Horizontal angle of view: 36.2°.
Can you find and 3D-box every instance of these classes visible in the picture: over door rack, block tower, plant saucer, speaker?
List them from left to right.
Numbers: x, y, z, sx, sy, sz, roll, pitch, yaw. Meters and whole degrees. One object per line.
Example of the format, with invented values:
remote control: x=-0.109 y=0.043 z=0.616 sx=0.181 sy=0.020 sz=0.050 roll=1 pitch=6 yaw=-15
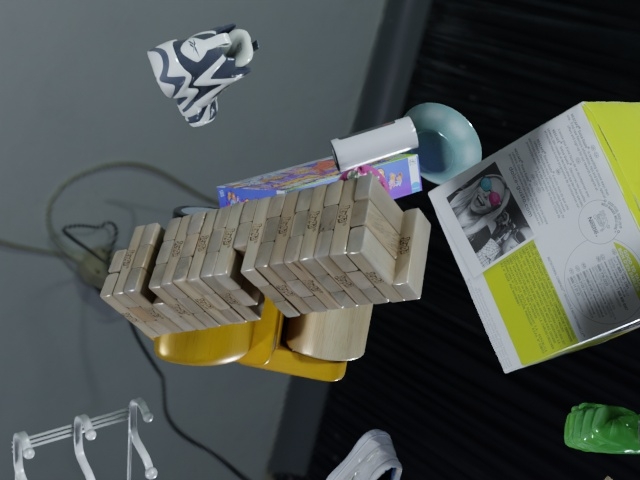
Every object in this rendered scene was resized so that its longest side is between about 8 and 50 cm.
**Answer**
over door rack: x=-0.418 y=0.444 z=1.716 sx=0.239 sy=0.108 sz=0.324 roll=-11 pitch=128 yaw=-37
block tower: x=-0.062 y=0.020 z=0.985 sx=0.097 sy=0.335 sz=0.091 roll=48 pitch=43 yaw=-42
speaker: x=0.087 y=-0.154 z=1.574 sx=0.136 sy=0.055 sz=0.055 roll=-18 pitch=124 yaw=-3
plant saucer: x=0.240 y=-0.192 z=2.046 sx=0.037 sy=0.195 sz=0.195 roll=-42 pitch=134 yaw=-42

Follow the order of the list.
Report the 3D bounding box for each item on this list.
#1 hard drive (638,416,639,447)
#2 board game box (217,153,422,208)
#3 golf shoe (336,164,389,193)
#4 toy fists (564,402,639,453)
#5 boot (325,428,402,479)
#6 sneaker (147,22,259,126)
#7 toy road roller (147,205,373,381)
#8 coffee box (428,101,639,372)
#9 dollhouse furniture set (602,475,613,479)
hard drive: x=0.465 y=0.119 z=0.902 sx=0.339 sy=0.237 sz=0.064 roll=-38 pitch=125 yaw=-44
board game box: x=0.001 y=-0.106 z=1.989 sx=0.347 sy=0.233 sz=0.078 roll=-18 pitch=106 yaw=-37
golf shoe: x=0.000 y=0.000 z=1.743 sx=0.115 sy=0.140 sz=0.306 roll=44 pitch=79 yaw=-6
toy fists: x=0.542 y=0.357 z=1.863 sx=0.279 sy=0.142 sz=0.096 roll=57 pitch=33 yaw=-78
boot: x=0.086 y=0.545 z=2.150 sx=0.095 sy=0.123 sz=0.258 roll=17 pitch=115 yaw=-27
sneaker: x=-0.156 y=-0.258 z=1.506 sx=0.153 sy=0.094 sz=0.235 roll=-21 pitch=161 yaw=5
toy road roller: x=-0.097 y=0.085 z=1.335 sx=0.240 sy=0.330 sz=0.202 roll=-59 pitch=159 yaw=-77
coffee box: x=0.458 y=-0.010 z=1.645 sx=0.338 sy=0.334 sz=0.338 roll=-8 pitch=72 yaw=-46
dollhouse furniture set: x=0.289 y=0.433 z=1.094 sx=0.212 sy=0.161 sz=0.242 roll=-29 pitch=152 yaw=-49
